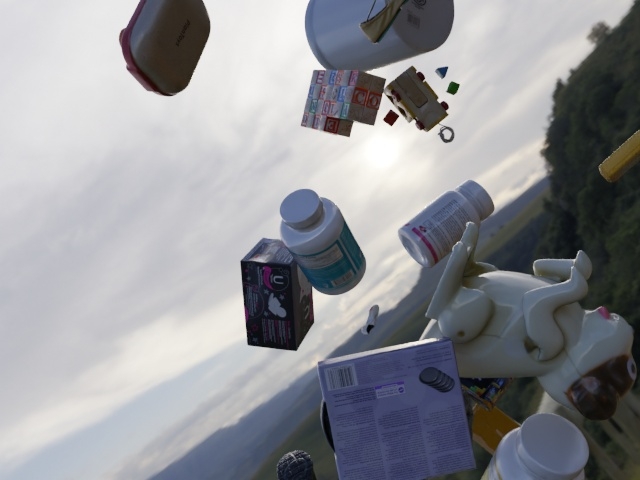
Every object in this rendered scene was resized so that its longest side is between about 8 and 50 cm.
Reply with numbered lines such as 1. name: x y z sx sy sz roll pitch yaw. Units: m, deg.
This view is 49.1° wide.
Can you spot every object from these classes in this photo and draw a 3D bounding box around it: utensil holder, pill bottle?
1. utensil holder: 0.190 -0.722 2.263 0.328 0.327 0.386 -32 18 -33
2. pill bottle: 0.396 -0.056 2.195 0.283 0.160 0.160 -38 -12 -10
3. pill bottle: 0.000 0.000 1.571 0.146 0.146 0.264 -38 -41 -8
4. pill bottle: 0.462 0.530 1.543 0.188 0.188 0.333 -32 -34 -34

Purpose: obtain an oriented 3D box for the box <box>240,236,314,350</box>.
1. box: -0.104 0.136 1.809 0.163 0.142 0.247 -52 -35 -61

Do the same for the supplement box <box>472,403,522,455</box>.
1. supplement box: 0.583 0.630 2.309 0.129 0.191 0.194 -52 -26 -1

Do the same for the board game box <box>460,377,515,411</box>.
1. board game box: 0.428 0.358 1.897 0.141 0.170 0.048 -49 -40 -13

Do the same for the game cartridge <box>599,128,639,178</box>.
1. game cartridge: 0.830 -0.260 1.768 0.285 0.052 0.324 -45 -13 18

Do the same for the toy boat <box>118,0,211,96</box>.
1. toy boat: -0.303 -0.373 1.275 0.151 0.151 0.231 49 -131 -49

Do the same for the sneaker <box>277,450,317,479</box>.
1. sneaker: -0.039 0.710 1.945 0.109 0.286 0.130 -21 -54 -11

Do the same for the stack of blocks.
1. stack of blocks: 0.056 -0.377 1.937 0.087 0.297 0.171 10 -82 -26

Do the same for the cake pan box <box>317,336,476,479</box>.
1. cake pan box: 0.134 0.322 1.294 0.267 0.245 0.070 -12 -2 -2

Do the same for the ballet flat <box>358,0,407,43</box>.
1. ballet flat: 0.172 -0.562 1.627 0.232 0.073 0.080 -48 7 32

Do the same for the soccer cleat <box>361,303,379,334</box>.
1. soccer cleat: 0.131 0.202 1.770 0.083 0.029 0.036 -64 23 -5

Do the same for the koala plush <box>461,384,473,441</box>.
1. koala plush: 0.267 0.432 1.729 0.221 0.196 0.203 12 -93 -59

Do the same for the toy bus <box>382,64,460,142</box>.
1. toy bus: 0.258 -0.358 1.858 0.104 0.191 0.202 156 121 -83

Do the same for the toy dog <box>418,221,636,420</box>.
1. toy dog: 0.416 0.196 1.389 0.284 0.408 0.395 -15 -55 -73
